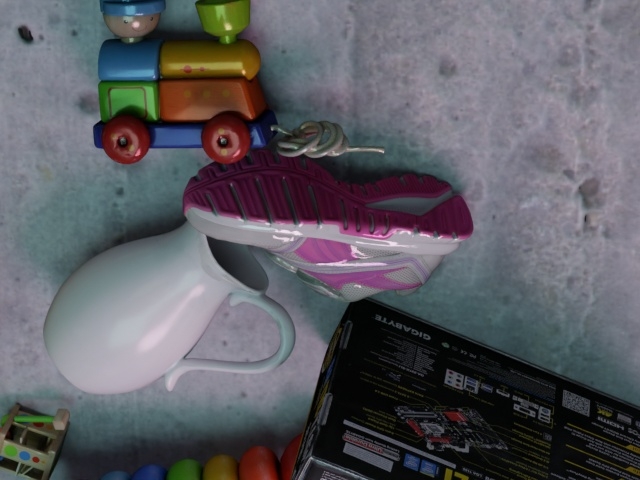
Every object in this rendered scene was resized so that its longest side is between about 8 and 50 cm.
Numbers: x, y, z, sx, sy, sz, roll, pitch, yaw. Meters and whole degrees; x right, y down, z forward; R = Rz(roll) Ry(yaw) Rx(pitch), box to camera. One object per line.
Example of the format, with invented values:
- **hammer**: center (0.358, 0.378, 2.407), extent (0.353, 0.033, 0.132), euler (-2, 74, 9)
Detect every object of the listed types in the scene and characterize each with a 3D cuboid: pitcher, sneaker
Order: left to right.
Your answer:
- **pitcher**: center (-0.135, 0.073, 1.651), extent (0.207, 0.125, 0.177), euler (-35, 80, 21)
- **sneaker**: center (0.000, 0.000, 1.589), extent (0.252, 0.103, 0.111), euler (11, 129, -12)

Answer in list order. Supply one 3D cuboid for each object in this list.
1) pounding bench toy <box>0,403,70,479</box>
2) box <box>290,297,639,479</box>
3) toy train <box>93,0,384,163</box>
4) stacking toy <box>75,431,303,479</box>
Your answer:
- **pounding bench toy**: center (-0.287, 0.191, 1.803), extent (0.065, 0.052, 0.083), euler (20, 122, -1)
- **box**: center (0.144, 0.196, 1.605), extent (0.322, 0.257, 0.079), euler (22, 123, -3)
- **toy train**: center (-0.070, -0.144, 1.545), extent (0.248, 0.105, 0.143), euler (0, 107, 11)
- **stacking toy**: center (-0.110, 0.260, 1.759), extent (0.330, 0.141, 0.141), euler (-17, 116, 3)
